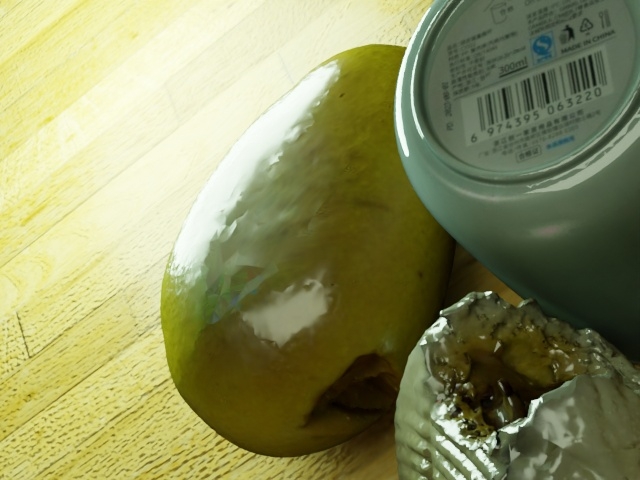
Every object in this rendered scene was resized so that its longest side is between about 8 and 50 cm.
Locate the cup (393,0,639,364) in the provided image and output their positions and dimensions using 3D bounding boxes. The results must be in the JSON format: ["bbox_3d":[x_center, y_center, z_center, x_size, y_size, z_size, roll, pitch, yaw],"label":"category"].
[{"bbox_3d":[0.222,-0.116,1.104,0.259,0.274,0.356,8,74,36],"label":"cup"}]

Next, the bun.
[{"bbox_3d":[0.179,0.182,1.035,0.205,0.281,0.281,-3,58,-15],"label":"bun"}]

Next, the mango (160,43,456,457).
[{"bbox_3d":[0.000,0.000,1.263,0.253,0.182,0.365,13,77,39],"label":"mango"}]
